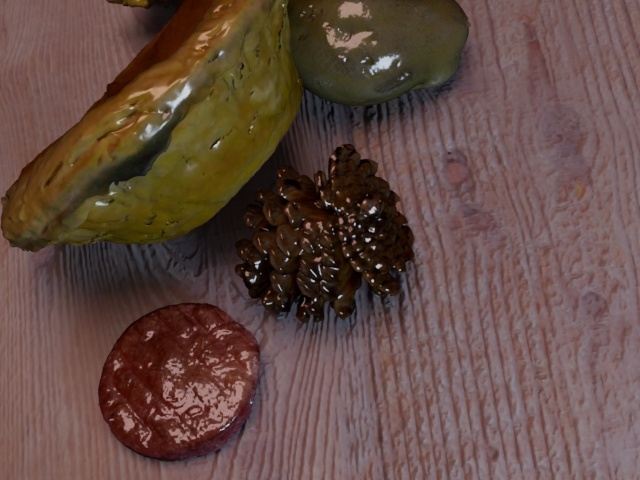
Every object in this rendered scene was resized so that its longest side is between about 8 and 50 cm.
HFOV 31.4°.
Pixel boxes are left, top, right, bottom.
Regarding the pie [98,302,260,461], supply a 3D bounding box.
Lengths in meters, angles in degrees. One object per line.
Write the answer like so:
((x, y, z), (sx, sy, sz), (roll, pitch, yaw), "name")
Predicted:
((-0.152, 0.149, 1.225), (0.183, 0.049, 0.182), (-5, 60, 9), "pie")

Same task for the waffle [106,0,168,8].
((-0.159, -0.368, 1.455), (0.238, 0.058, 0.243), (-11, 28, 46), "waffle")

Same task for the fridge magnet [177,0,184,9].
((-0.117, -0.317, 1.492), (0.143, 0.063, 0.143), (-5, 59, 9), "fridge magnet")

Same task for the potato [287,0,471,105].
((0.062, -0.248, 1.369), (0.235, 0.160, 0.177), (0, 83, -6), "potato")

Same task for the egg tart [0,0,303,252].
((-0.160, -0.126, 1.249), (0.178, 0.443, 0.443), (43, 69, -13), "egg tart")

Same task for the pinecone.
((0.001, 0.000, 1.221), (0.195, 0.150, 0.179), (-31, 98, 1), "pinecone")
